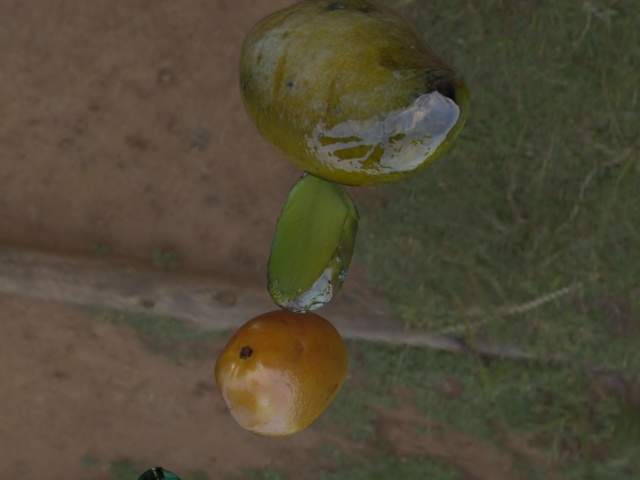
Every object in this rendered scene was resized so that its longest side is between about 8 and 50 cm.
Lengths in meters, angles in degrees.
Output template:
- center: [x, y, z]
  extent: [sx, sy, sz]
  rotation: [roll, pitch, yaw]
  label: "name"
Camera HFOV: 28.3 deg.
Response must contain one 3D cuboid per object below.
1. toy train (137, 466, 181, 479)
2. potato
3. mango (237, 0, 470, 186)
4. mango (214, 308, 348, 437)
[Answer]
- center: [-0.195, 0.318, 1.233]
  extent: [0.101, 0.248, 0.159]
  rotation: [6, 101, 55]
  label: "toy train"
- center: [0.000, 0.000, 1.329]
  extent: [0.054, 0.198, 0.119]
  rotation: [37, 117, -28]
  label: "potato"
- center: [0.032, -0.142, 1.266]
  extent: [0.176, 0.329, 0.176]
  rotation: [1, 119, -31]
  label: "mango"
- center: [-0.029, 0.148, 1.443]
  extent: [0.102, 0.141, 0.217]
  rotation: [-17, 171, 26]
  label: "mango"
